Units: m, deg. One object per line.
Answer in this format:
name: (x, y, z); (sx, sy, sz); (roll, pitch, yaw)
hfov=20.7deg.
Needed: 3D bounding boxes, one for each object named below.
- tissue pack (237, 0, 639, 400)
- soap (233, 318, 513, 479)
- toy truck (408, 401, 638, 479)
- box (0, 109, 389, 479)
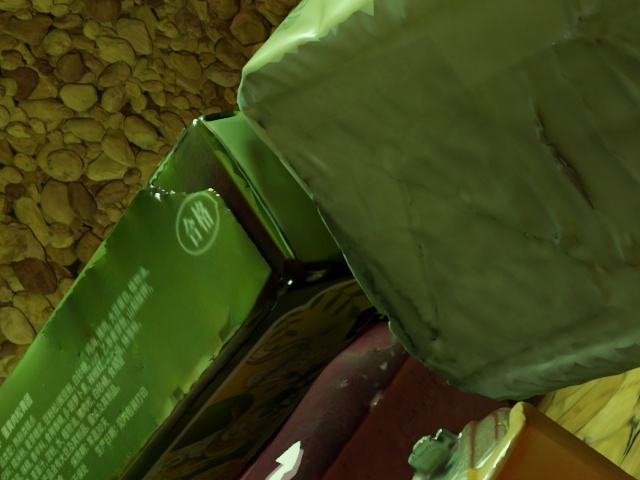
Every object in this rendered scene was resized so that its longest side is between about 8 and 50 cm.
tissue pack: (0.204, -0.152, 0.722); (0.405, 0.205, 0.332); (-49, 16, -32)
soap: (-0.015, 0.199, 1.064); (0.325, 0.127, 0.220); (-52, 1, -4)
toy truck: (0.067, 0.147, 0.605); (0.135, 0.114, 0.270); (-54, 3, 13)
box: (-0.015, 0.052, 1.299); (0.373, 0.138, 0.420); (-15, -25, -43)
